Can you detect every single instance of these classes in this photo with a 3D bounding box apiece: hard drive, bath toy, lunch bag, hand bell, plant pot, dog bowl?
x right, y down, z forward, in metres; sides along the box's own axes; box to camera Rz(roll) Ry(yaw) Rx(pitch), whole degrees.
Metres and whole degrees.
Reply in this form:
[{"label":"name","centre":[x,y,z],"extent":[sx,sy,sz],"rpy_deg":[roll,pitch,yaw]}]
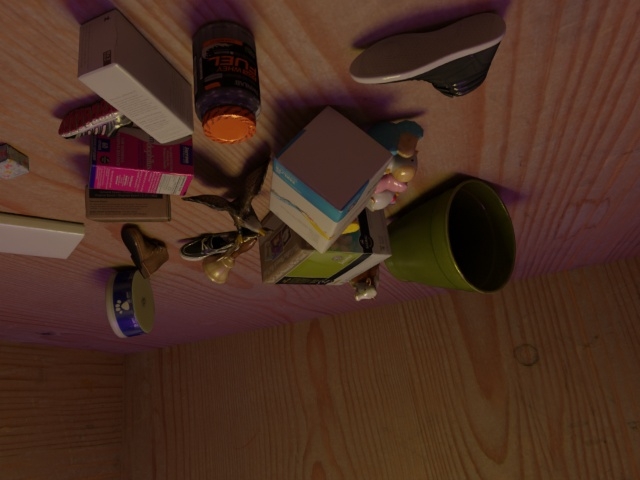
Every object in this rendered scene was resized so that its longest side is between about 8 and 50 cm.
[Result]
[{"label":"hard drive","centre":[-0.941,-0.017,1.507],"extent":[0.352,0.047,0.233],"rpy_deg":[10,153,-38]},{"label":"bath toy","centre":[0.187,-0.191,1.341],"extent":[0.129,0.151,0.348],"rpy_deg":[-40,166,-14]},{"label":"lunch bag","centre":[-0.734,-0.179,1.137],"extent":[0.083,0.053,0.071],"rpy_deg":[-20,161,5]},{"label":"hand bell","centre":[-0.324,0.055,1.871],"extent":[0.242,0.126,0.126],"rpy_deg":[-34,149,29]},{"label":"plant pot","centre":[0.410,0.009,1.694],"extent":[0.366,0.367,0.352],"rpy_deg":[8,167,-37]},{"label":"dog bowl","centre":[-0.757,0.251,1.973],"extent":[0.104,0.265,0.265],"rpy_deg":[-9,160,-2]}]

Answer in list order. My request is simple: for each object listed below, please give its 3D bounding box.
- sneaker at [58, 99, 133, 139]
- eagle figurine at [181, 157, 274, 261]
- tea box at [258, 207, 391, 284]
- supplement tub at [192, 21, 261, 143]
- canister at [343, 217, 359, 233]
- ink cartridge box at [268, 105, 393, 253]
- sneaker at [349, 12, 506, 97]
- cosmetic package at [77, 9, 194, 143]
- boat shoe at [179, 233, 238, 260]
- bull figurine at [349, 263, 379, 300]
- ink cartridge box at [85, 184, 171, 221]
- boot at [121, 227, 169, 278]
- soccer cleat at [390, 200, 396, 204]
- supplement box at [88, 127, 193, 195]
[{"label":"sneaker","centre":[-0.468,-0.243,1.039],"extent":[0.170,0.063,0.075],"rpy_deg":[-17,152,12]},{"label":"eagle figurine","centre":[-0.221,-0.094,1.343],"extent":[0.225,0.226,0.298],"rpy_deg":[11,147,18]},{"label":"tea box","centre":[0.000,0.000,1.634],"extent":[0.323,0.220,0.329],"rpy_deg":[3,157,-29]},{"label":"supplement tub","centre":[-0.166,-0.276,0.875],"extent":[0.116,0.191,0.117],"rpy_deg":[-7,160,-3]},{"label":"canister","centre":[0.044,-0.106,1.435],"extent":[0.126,0.170,0.073],"rpy_deg":[-10,160,6]},{"label":"ink cartridge box","centre":[0.012,-0.136,1.201],"extent":[0.198,0.197,0.270],"rpy_deg":[-48,172,-22]},{"label":"sneaker","centre":[0.210,-0.333,0.976],"extent":[0.295,0.105,0.147],"rpy_deg":[-14,154,6]},{"label":"cosmetic package","centre":[-0.327,-0.287,0.900],"extent":[0.085,0.118,0.231],"rpy_deg":[-15,158,16]},{"label":"boat shoe","centre":[-0.395,0.013,1.749],"extent":[0.219,0.078,0.070],"rpy_deg":[-13,161,-8]},{"label":"bull figurine","centre":[0.153,0.092,1.847],"extent":[0.188,0.311,0.101],"rpy_deg":[2,149,31]},{"label":"ink cartridge box","centre":[-0.496,-0.093,1.298],"extent":[0.193,0.088,0.234],"rpy_deg":[-2,180,-16]},{"label":"boot","centre":[-0.605,0.025,1.711],"extent":[0.115,0.112,0.305],"rpy_deg":[-33,163,-21]},{"label":"soccer cleat","centre":[0.212,-0.125,1.652],"extent":[0.083,0.029,0.036],"rpy_deg":[-15,150,12]},{"label":"supplement box","centre":[-0.417,-0.184,1.149],"extent":[0.219,0.111,0.114],"rpy_deg":[3,157,-28]}]
